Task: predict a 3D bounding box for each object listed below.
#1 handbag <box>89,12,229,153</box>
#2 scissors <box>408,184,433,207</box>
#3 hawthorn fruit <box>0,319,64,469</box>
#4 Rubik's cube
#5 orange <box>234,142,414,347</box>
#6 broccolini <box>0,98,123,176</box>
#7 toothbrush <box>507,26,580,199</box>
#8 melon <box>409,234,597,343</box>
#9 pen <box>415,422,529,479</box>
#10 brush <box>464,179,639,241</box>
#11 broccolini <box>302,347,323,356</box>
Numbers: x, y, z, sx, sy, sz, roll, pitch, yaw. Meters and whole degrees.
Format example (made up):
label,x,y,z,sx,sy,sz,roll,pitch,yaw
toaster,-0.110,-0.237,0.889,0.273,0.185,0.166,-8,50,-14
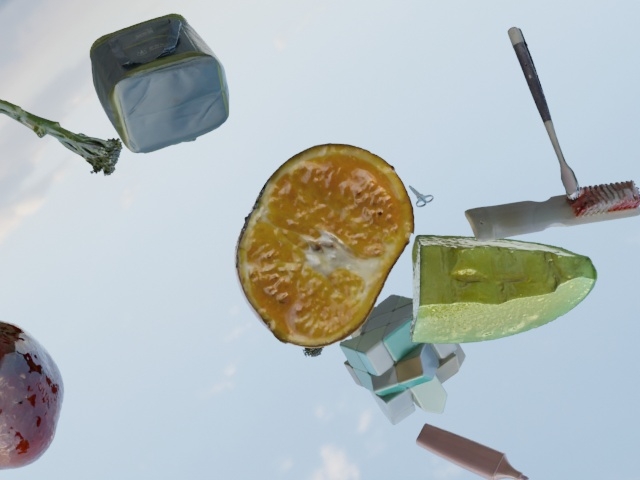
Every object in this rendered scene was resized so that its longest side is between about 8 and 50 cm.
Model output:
label,x,y,z,sx,sy,sz,roll,pitch,yaw
handbag,-0.336,-0.332,2.487,0.263,0.222,0.241,-23,-142,-11
scissors,0.175,-0.082,2.125,0.036,0.083,0.006,-30,-122,14
hawthorn fruit,-0.488,0.207,1.709,0.224,0.261,0.224,-2,-130,2
Rubik's cube,0.180,0.245,2.430,0.224,0.213,0.265,-35,-165,-16
orange,0.003,0.001,1.924,0.310,0.274,0.274,-63,-168,18
broccolini,-0.412,-0.168,1.846,0.067,0.216,0.058,-59,-155,15
toothbrush,0.324,-0.189,1.725,0.024,0.026,0.288,-20,-112,10
melon,0.313,0.078,2.059,0.323,0.196,0.124,-1,168,12
pen,0.256,0.360,1.986,0.197,0.032,0.053,21,-117,24
brush,0.377,-0.051,1.878,0.321,0.060,0.050,-9,152,-25
broccolini,-0.040,0.151,2.480,0.042,0.044,0.218,-41,-130,25
